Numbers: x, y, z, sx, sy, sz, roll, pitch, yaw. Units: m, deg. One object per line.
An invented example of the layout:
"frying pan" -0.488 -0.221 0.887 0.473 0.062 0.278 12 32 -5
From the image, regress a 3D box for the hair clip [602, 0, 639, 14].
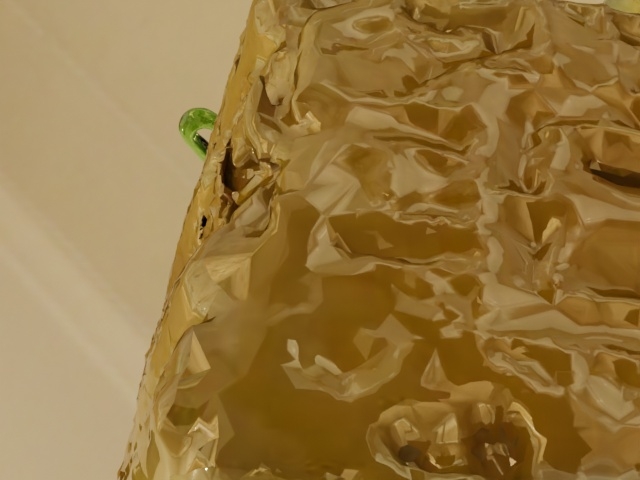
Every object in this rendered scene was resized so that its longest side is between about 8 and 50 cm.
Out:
"hair clip" 0.087 -0.070 0.737 0.071 0.159 0.218 54 -175 29

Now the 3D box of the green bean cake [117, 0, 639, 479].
"green bean cake" 0.069 0.036 0.474 0.230 0.131 0.224 11 -139 -3

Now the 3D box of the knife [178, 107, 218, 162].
"knife" 0.000 0.001 1.004 0.212 0.054 0.015 48 -154 -22
